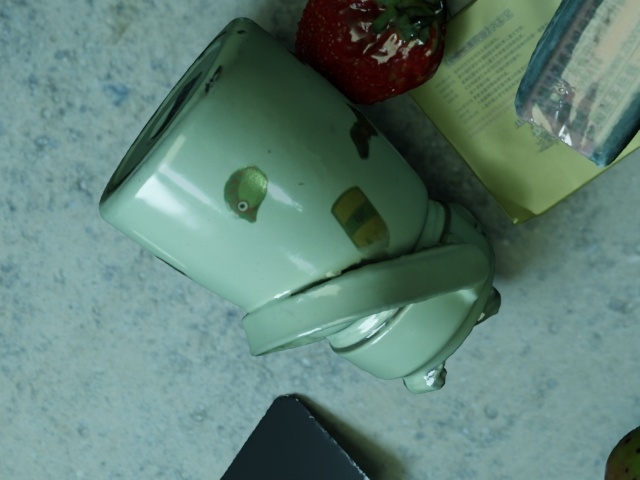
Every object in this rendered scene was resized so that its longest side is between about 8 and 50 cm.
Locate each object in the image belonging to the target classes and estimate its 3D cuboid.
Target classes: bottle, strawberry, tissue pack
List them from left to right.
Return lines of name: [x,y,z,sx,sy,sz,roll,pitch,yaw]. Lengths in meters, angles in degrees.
bottle: [0.000,0.000,0.938,0.352,0.229,0.229,38,121,-16]
strawberry: [0.046,-0.183,0.939,0.131,0.131,0.148,45,151,-1]
tissue pack: [0.261,-0.222,0.761,0.103,0.228,0.315,32,116,6]

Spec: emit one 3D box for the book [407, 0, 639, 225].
book: [0.182,-0.128,0.959,0.168,0.013,0.192,-37,94,29]

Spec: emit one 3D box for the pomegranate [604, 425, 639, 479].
pomegranate: [0.326,0.226,0.994,0.130,0.130,0.130,8,113,18]

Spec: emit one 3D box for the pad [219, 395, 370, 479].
pad: [0.023,0.349,1.191,0.323,0.055,0.250,36,119,4]
